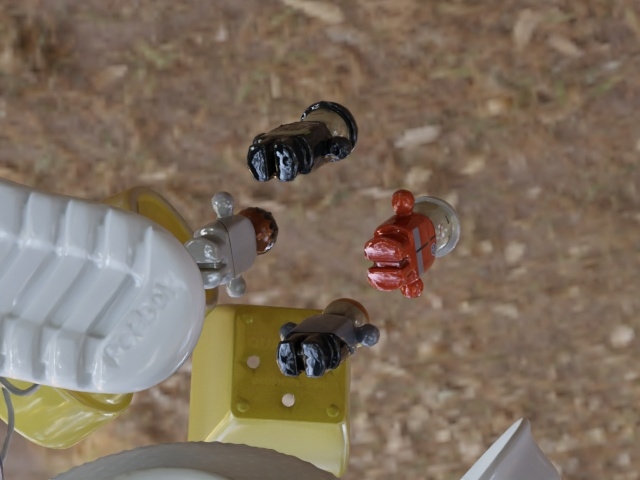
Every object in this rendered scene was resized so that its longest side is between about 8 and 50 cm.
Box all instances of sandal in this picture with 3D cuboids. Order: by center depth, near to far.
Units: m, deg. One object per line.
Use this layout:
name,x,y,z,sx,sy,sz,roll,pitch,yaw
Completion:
sandal,-0.272,0.009,1.066,0.416,0.169,0.102,23,178,13

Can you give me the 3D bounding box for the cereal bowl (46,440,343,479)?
cereal bowl,-0.089,0.234,0.879,0.338,0.339,0.141,-7,126,0

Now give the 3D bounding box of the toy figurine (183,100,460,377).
toy figurine,0.000,0.000,1.430,0.209,0.213,0.148,-54,171,29

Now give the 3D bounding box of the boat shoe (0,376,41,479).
boat shoe,-0.327,0.110,1.340,0.135,0.156,0.367,8,126,18

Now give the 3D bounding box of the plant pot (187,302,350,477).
plant pot,-0.053,0.178,1.940,0.212,0.212,0.187,4,163,-8

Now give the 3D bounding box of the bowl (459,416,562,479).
bowl,0.164,0.336,1.579,0.298,0.134,0.298,-49,172,-9

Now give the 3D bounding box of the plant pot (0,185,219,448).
plant pot,-0.254,0.069,1.718,0.239,0.254,0.254,-32,145,14
